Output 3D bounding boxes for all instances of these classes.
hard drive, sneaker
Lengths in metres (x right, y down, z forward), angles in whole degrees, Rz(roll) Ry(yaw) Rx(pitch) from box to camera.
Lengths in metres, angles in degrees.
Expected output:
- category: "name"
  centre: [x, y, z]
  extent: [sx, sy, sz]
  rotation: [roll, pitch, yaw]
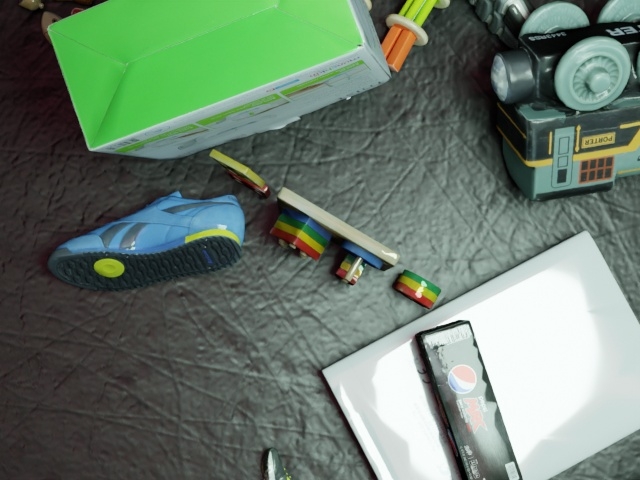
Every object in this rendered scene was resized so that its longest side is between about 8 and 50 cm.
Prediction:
- category: "hard drive"
  centre: [0.190, 0.155, 1.084]
  extent: [0.318, 0.040, 0.210]
  rotation: [-27, 86, -5]
- category: "sneaker"
  centre: [-0.039, 0.256, 1.072]
  extent: [0.035, 0.031, 0.083]
  rotation: [-11, 89, -17]
- category: "sneaker"
  centre: [-0.181, -0.003, 1.079]
  extent: [0.209, 0.069, 0.082]
  rotation: [-10, 52, 5]
- category: "sneaker"
  centre: [0.205, -0.320, 1.112]
  extent: [0.132, 0.086, 0.229]
  rotation: [-38, 86, -8]

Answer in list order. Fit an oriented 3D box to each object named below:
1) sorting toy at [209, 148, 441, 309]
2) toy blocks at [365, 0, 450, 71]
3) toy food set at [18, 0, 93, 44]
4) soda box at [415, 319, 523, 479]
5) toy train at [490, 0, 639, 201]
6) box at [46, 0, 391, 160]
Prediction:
- category: "sorting toy"
  centre: [0.000, 0.000, 1.045]
  extent: [0.274, 0.132, 0.046]
  rotation: [31, 86, 1]
- category: "toy blocks"
  centre: [0.052, -0.229, 1.109]
  extent: [0.123, 0.054, 0.148]
  rotation: [32, 84, 1]
- category: "toy food set"
  centre: [-0.284, -0.263, 1.113]
  extent: [0.078, 0.019, 0.122]
  rotation: [-40, 88, -6]
- category: "soda box"
  centre: [0.148, 0.166, 1.030]
  extent: [0.053, 0.060, 0.169]
  rotation: [-17, 86, -3]
- category: "toy train"
  centre: [0.335, -0.153, 1.062]
  extent: [0.334, 0.142, 0.190]
  rotation: [-10, 125, -9]
- category: "box"
  centre: [-0.081, -0.174, 0.981]
  extent: [0.262, 0.231, 0.127]
  rotation: [-19, 89, 11]
